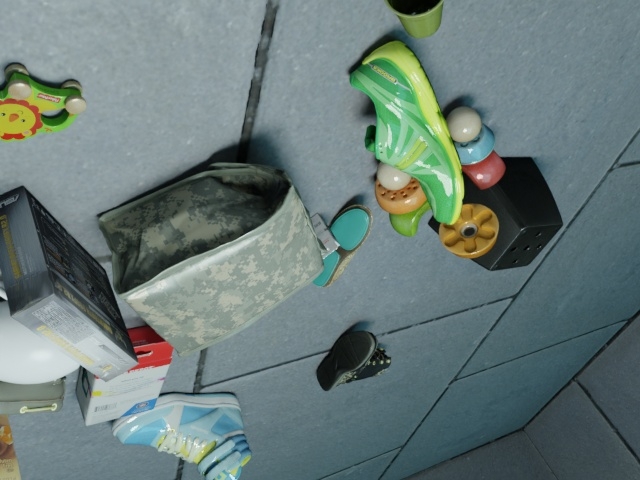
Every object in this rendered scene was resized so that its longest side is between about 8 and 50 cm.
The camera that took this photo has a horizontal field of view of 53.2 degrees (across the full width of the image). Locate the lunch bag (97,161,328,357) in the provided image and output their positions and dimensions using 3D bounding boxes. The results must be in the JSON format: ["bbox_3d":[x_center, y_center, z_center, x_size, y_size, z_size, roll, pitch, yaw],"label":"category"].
[{"bbox_3d":[-0.142,0.017,0.961,0.287,0.169,0.235,-24,147,-2],"label":"lunch bag"}]

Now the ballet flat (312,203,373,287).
[{"bbox_3d":[0.043,0.003,1.202,0.067,0.073,0.206,-34,164,-53],"label":"ballet flat"}]

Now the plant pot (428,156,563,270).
[{"bbox_3d":[0.367,-0.043,1.294,0.187,0.167,0.188,-4,140,-34],"label":"plant pot"}]

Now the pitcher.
[{"bbox_3d":[-0.448,0.121,0.912,0.207,0.125,0.178,6,118,-28],"label":"pitcher"}]

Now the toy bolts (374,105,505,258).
[{"bbox_3d":[0.224,-0.108,1.082,0.228,0.218,0.158,-48,142,-8],"label":"toy bolts"}]

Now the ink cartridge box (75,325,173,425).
[{"bbox_3d":[-0.354,0.231,1.155,0.134,0.078,0.231,-6,140,-34],"label":"ink cartridge box"}]

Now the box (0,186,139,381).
[{"bbox_3d":[-0.339,0.065,0.852,0.056,0.183,0.231,-28,148,-5],"label":"box"}]

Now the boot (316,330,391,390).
[{"bbox_3d":[0.113,0.289,1.609,0.178,0.085,0.236,-4,145,-39],"label":"boot"}]

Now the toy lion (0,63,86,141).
[{"bbox_3d":[-0.330,-0.146,0.721,0.100,0.034,0.096,8,137,-45],"label":"toy lion"}]

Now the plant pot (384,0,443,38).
[{"bbox_3d":[0.130,-0.308,0.839,0.083,0.083,0.079,-34,159,5],"label":"plant pot"}]

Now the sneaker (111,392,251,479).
[{"bbox_3d":[-0.279,0.446,1.383,0.319,0.208,0.127,5,134,-42],"label":"sneaker"}]

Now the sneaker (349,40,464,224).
[{"bbox_3d":[0.133,-0.151,0.966,0.123,0.109,0.296,-22,115,14],"label":"sneaker"}]

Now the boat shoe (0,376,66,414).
[{"bbox_3d":[-0.541,0.239,0.970,0.305,0.091,0.109,-1,179,-40],"label":"boat shoe"}]

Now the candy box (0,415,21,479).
[{"bbox_3d":[-0.637,0.328,0.959,0.316,0.183,0.087,9,129,-45],"label":"candy box"}]

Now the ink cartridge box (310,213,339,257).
[{"bbox_3d":[0.000,0.000,1.129,0.048,0.083,0.028,-37,147,10],"label":"ink cartridge box"}]
